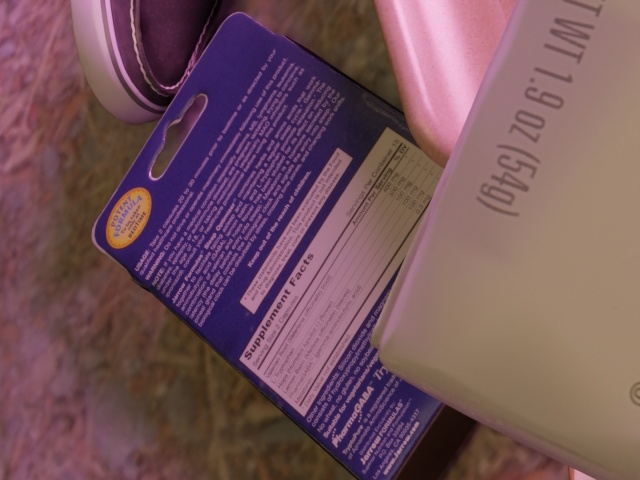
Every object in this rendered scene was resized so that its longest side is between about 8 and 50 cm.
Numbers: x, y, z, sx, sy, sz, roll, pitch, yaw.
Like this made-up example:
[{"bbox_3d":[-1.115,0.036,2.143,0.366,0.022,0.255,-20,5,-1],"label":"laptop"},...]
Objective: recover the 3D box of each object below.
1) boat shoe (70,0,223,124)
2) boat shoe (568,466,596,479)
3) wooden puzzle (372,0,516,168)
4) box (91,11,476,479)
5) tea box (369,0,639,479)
[{"bbox_3d":[-0.061,-0.168,0.879,0.076,0.080,0.229,-8,61,37],"label":"boat shoe"},{"bbox_3d":[0.150,0.145,0.593,0.073,0.080,0.224,-39,50,27],"label":"boat shoe"},{"bbox_3d":[0.167,-0.219,0.721,0.347,0.080,0.322,-27,59,22],"label":"wooden puzzle"},{"bbox_3d":[0.000,0.000,0.790,0.225,0.036,0.136,38,98,39],"label":"box"},{"bbox_3d":[0.243,-0.050,0.451,0.323,0.220,0.329,23,94,28],"label":"tea box"}]
